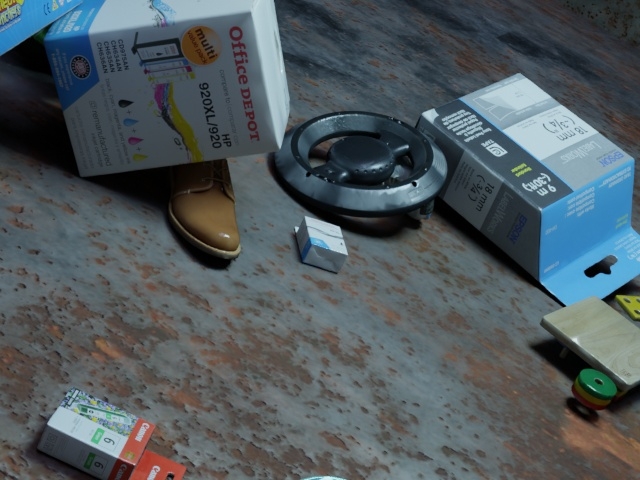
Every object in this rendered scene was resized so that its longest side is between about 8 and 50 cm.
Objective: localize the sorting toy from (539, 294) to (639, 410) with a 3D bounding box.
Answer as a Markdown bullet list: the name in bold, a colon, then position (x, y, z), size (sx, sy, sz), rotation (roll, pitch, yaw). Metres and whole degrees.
- **sorting toy**: position (0.349, 0.133, 1.551), size (0.132, 0.046, 0.274), rotation (40, 33, 27)

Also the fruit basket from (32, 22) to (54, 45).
- **fruit basket**: position (-0.235, -0.329, 1.698), size (0.353, 0.165, 0.327), rotation (11, 49, -45)

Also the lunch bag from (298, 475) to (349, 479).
- **lunch bag**: position (0.011, 0.292, 0.832), size (0.224, 0.108, 0.279), rotation (-9, 41, -41)

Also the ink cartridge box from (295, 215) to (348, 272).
- **ink cartridge box**: position (0.000, 0.000, 1.501), size (0.048, 0.028, 0.083), rotation (18, 26, -19)

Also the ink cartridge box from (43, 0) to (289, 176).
- **ink cartridge box**: position (-0.163, -0.192, 1.432), size (0.232, 0.171, 0.168), rotation (-7, 27, 7)

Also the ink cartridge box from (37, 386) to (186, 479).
- **ink cartridge box**: position (-0.162, 0.166, 1.020), size (0.115, 0.029, 0.063), rotation (25, 24, -2)

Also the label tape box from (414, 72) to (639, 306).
- **label tape box**: position (0.316, -0.077, 1.776), size (0.333, 0.106, 0.240), rotation (42, 44, 23)

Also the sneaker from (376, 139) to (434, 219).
- **sneaker**: position (0.093, -0.086, 1.733), size (0.083, 0.071, 0.191), rotation (-1, 32, -23)

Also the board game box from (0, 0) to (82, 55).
- **board game box**: position (-0.440, -0.237, 1.298), size (0.302, 0.086, 0.308), rotation (-4, 22, 11)

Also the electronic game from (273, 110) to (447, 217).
- **electronic game**: position (0.053, -0.102, 1.668), size (0.229, 0.048, 0.229), rotation (3, 37, -2)

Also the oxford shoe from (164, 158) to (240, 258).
- **oxford shoe**: position (-0.129, -0.056, 1.432), size (0.076, 0.076, 0.212), rotation (14, 29, -29)
